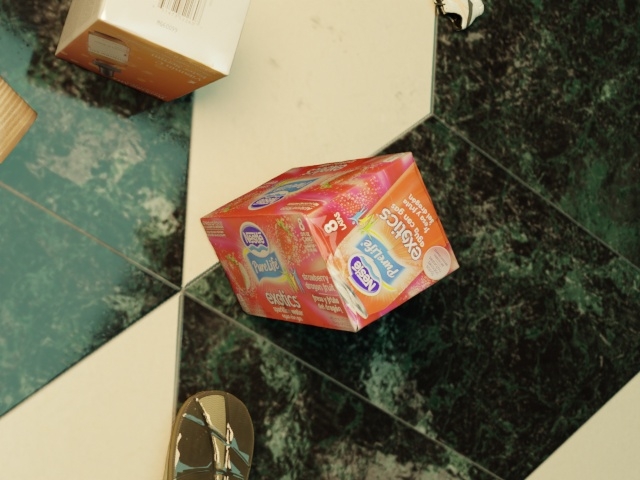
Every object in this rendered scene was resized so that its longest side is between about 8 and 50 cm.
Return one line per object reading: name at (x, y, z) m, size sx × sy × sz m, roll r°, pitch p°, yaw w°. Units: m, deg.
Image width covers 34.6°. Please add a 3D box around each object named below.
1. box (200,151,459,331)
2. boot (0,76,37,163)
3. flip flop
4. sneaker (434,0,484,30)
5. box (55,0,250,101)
box at (0.000, 0.000, 1.012) m, size 0.128 × 0.257 × 0.123 m, roll -31°, pitch 104°, yaw -23°
boot at (-0.409, -0.085, 0.891) m, size 0.220 × 0.109 × 0.283 m, roll 40°, pitch 71°, yaw -21°
flip flop at (-0.138, 0.289, 1.046) m, size 0.112 × 0.080 × 0.277 m, roll 19°, pitch 66°, yaw -20°
sneaker at (0.147, -0.293, 1.211) m, size 0.109 × 0.040 × 0.044 m, roll 42°, pitch 74°, yaw -19°
box at (-0.162, -0.208, 0.983) m, size 0.130 × 0.170 × 0.091 m, roll 20°, pitch 79°, yaw -25°
